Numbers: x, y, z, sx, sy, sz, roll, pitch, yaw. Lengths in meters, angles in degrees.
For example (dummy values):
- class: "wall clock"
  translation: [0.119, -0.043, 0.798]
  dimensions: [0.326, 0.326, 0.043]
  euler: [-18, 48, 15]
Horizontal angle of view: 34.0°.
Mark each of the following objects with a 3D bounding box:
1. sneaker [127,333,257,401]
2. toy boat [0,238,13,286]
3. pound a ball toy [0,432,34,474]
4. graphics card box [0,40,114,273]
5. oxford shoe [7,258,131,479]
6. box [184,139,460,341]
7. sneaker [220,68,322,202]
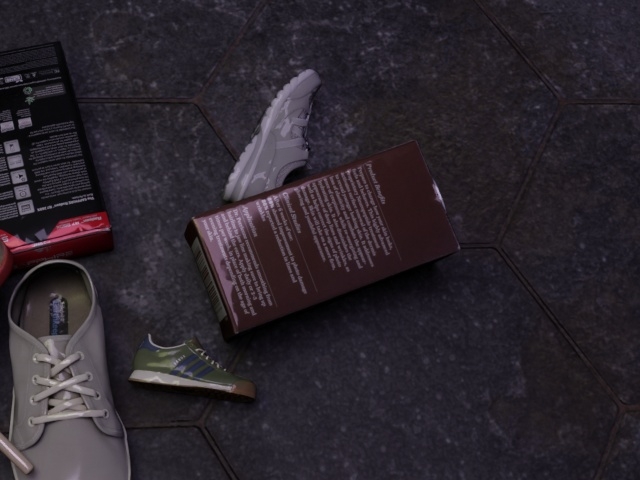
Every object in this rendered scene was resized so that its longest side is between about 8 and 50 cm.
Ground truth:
- class: "sneaker"
  translation: [-0.186, 0.186, 1.566]
  dimensions: [0.192, 0.064, 0.086]
  euler: [8, 68, 1]
- class: "toy boat"
  translation: [-0.518, 0.096, 1.484]
  dimensions: [0.151, 0.151, 0.231]
  euler: [14, 67, 26]
- class: "pound a ball toy"
  translation: [-0.477, 0.348, 1.376]
  dimensions: [0.319, 0.136, 0.208]
  euler: [43, 88, 13]
- class: "graphics card box"
  translation: [-0.486, -0.132, 1.674]
  dimensions: [0.233, 0.094, 0.371]
  euler: [-15, 68, -13]
- class: "oxford shoe"
  translation: [-0.368, 0.221, 1.494]
  dimensions: [0.169, 0.130, 0.449]
  euler: [-6, 66, -13]
- class: "box"
  translation: [0.000, 0.000, 1.621]
  dimensions: [0.381, 0.143, 0.191]
  euler: [-19, 84, -15]
- class: "sneaker"
  translation: [-0.060, -0.160, 1.753]
  dimensions: [0.115, 0.105, 0.281]
  euler: [31, 70, -8]
